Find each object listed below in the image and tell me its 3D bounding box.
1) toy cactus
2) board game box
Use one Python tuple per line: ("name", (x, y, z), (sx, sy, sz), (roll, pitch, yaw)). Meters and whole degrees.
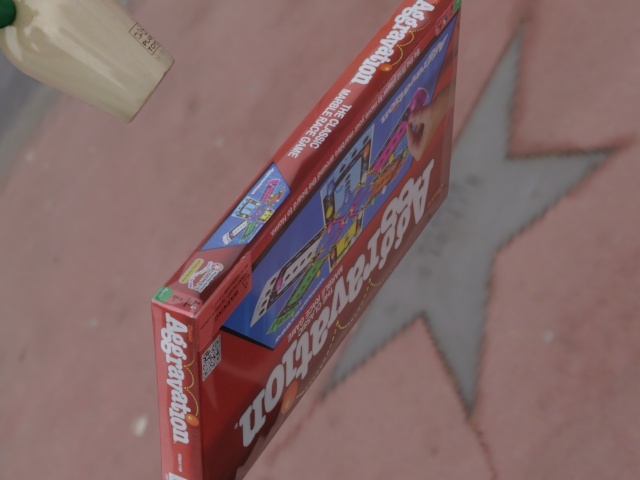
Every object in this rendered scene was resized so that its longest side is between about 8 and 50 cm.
("toy cactus", (-0.137, -0.122, 0.787), (0.112, 0.180, 0.219), (-53, 6, 15))
("board game box", (0.000, 0.000, 0.953), (0.281, 0.027, 0.145), (-52, -25, -42))
